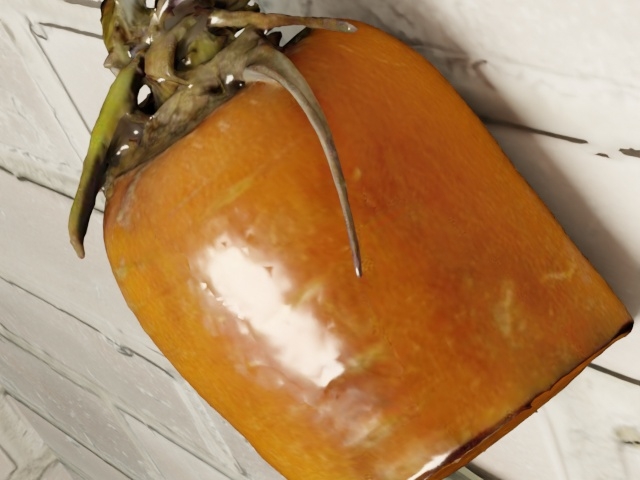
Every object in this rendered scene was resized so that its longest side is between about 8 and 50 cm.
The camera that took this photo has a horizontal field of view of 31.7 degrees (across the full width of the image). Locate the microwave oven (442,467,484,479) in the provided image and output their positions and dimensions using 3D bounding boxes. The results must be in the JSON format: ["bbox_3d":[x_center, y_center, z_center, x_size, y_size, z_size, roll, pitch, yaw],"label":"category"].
[{"bbox_3d":[0.102,0.275,0.864,0.240,0.145,0.194,29,154,45],"label":"microwave oven"}]

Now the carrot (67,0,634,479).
[{"bbox_3d":[0.000,0.000,0.556,0.331,0.193,0.214,52,-164,-3],"label":"carrot"}]
